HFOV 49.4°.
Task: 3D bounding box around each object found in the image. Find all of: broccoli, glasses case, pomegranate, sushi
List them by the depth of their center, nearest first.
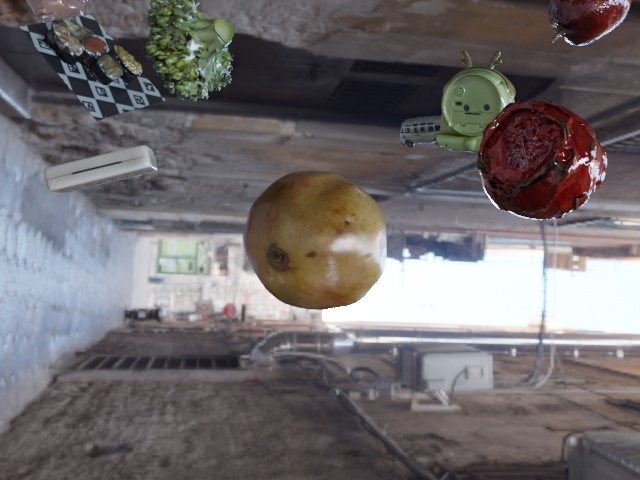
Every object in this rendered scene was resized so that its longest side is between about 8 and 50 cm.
[{"bbox_3d":[-0.532,-0.443,1.700,0.059,0.292,0.294,-36,-173,29],"label":"sushi"},{"bbox_3d":[0.000,0.000,1.926,0.411,0.412,0.411,-177,-90,-80],"label":"pomegranate"},{"bbox_3d":[-0.425,-0.634,2.265,0.272,0.324,0.334,-53,-177,44],"label":"broccoli"},{"bbox_3d":[-0.711,-0.229,2.265,0.144,0.337,0.076,171,-95,-88],"label":"glasses case"}]

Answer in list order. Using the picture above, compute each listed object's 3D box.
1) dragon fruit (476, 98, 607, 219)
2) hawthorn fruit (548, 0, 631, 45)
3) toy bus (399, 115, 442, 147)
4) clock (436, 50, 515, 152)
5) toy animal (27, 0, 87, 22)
[{"bbox_3d":[0.534,-0.195,1.688,0.296,0.302,0.295,1,-89,54],"label":"dragon fruit"},{"bbox_3d":[0.646,-0.578,1.720,0.189,0.251,0.189,44,-18,19],"label":"hawthorn fruit"},{"bbox_3d":[0.356,-0.371,2.346,0.087,0.194,0.089,-49,129,-41],"label":"toy bus"},{"bbox_3d":[0.480,-0.427,2.150,0.096,0.235,0.307,-22,116,-55],"label":"clock"},{"bbox_3d":[-0.823,-0.791,2.201,0.256,0.213,0.195,57,0,13],"label":"toy animal"}]
